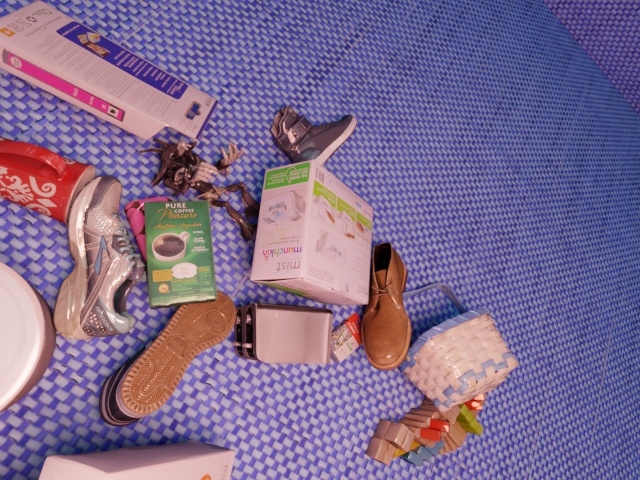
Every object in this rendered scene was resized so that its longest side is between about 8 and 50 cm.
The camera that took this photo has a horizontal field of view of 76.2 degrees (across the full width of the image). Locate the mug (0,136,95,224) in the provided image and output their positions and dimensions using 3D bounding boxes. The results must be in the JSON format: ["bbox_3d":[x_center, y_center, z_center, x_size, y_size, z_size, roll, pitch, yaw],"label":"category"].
[{"bbox_3d":[-0.486,-0.122,0.682,0.169,0.150,0.113,21,33,-16],"label":"mug"}]

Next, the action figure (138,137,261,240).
[{"bbox_3d":[-0.217,-0.128,0.817,0.275,0.141,0.164,38,42,-15],"label":"action figure"}]

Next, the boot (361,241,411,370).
[{"bbox_3d":[0.136,0.131,0.900,0.305,0.112,0.115,-79,154,-44],"label":"boot"}]

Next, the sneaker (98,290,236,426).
[{"bbox_3d":[-0.272,0.205,0.732,0.099,0.153,0.282,47,34,-7],"label":"sneaker"}]

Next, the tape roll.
[{"bbox_3d":[-0.521,0.145,0.571,0.246,0.169,0.246,7,74,-26],"label":"tape roll"}]

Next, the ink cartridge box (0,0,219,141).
[{"bbox_3d":[-0.395,-0.306,0.782,0.371,0.069,0.176,24,40,-18],"label":"ink cartridge box"}]

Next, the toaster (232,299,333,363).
[{"bbox_3d":[-0.071,0.181,0.801,0.185,0.168,0.110,8,75,-25],"label":"toaster"}]

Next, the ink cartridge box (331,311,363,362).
[{"bbox_3d":[0.063,0.220,0.937,0.115,0.029,0.063,-32,92,-30],"label":"ink cartridge box"}]

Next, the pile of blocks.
[{"bbox_3d":[0.282,0.440,0.945,0.362,0.112,0.149,-15,84,-30],"label":"pile of blocks"}]

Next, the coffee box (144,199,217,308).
[{"bbox_3d":[-0.246,0.021,0.717,0.113,0.040,0.184,-5,78,-20],"label":"coffee box"}]

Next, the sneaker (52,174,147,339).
[{"bbox_3d":[-0.357,0.029,0.708,0.122,0.110,0.283,3,83,-1],"label":"sneaker"}]

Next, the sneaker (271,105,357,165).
[{"bbox_3d":[-0.017,-0.281,0.998,0.163,0.086,0.226,46,62,-13],"label":"sneaker"}]

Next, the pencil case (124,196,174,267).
[{"bbox_3d":[-0.288,0.014,0.774,0.098,0.095,0.209,-24,87,-12],"label":"pencil case"}]

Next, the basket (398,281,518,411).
[{"bbox_3d":[0.283,0.233,0.968,0.254,0.201,0.289,-10,53,-27],"label":"basket"}]

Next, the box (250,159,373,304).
[{"bbox_3d":[0.000,0.000,0.844,0.262,0.126,0.231,28,62,-53],"label":"box"}]

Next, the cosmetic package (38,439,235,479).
[{"bbox_3d":[-0.247,0.461,0.492,0.097,0.284,0.377,4,70,17],"label":"cosmetic package"}]
